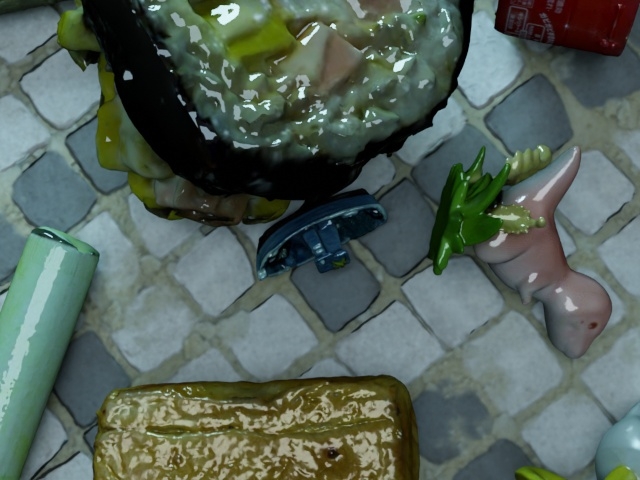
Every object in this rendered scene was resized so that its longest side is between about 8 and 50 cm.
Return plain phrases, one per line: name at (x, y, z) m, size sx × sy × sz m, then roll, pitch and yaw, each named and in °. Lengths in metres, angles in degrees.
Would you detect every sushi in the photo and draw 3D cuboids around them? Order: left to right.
sushi at (-0.059, -0.182, 1.052) m, size 0.328 × 0.285 × 0.328 m, roll -33°, pitch 87°, yaw -21°

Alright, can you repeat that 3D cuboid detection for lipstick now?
lipstick at (-0.293, 0.137, 1.122) m, size 0.076 × 0.076 × 0.304 m, roll 18°, pitch 85°, yaw 7°

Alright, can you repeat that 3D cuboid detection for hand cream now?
hand cream at (0.235, -0.270, 1.065) m, size 0.125 × 0.193 × 0.193 m, roll 13°, pitch 85°, yaw 5°

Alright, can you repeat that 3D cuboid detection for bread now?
bread at (-0.058, 0.210, 1.064) m, size 0.294 × 0.132 × 0.167 m, roll -3°, pitch 82°, yaw 6°

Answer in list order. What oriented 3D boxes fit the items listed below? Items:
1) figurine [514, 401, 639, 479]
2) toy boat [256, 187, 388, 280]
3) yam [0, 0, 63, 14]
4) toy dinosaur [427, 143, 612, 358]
figurine at (0.381, 0.222, 1.001) m, size 0.338 × 0.204 × 0.283 m, roll -35°, pitch 56°, yaw -12°
toy boat at (0.000, 0.000, 1.118) m, size 0.137 × 0.060 × 0.061 m, roll -21°, pitch 61°, yaw -1°
yam at (-0.298, -0.273, 1.162) m, size 0.259 × 0.093 × 0.093 m, roll -10°, pitch 83°, yaw 4°
toy dinosaur at (0.195, 0.003, 1.065) m, size 0.177 × 0.152 × 0.194 m, roll 12°, pitch 91°, yaw -2°
